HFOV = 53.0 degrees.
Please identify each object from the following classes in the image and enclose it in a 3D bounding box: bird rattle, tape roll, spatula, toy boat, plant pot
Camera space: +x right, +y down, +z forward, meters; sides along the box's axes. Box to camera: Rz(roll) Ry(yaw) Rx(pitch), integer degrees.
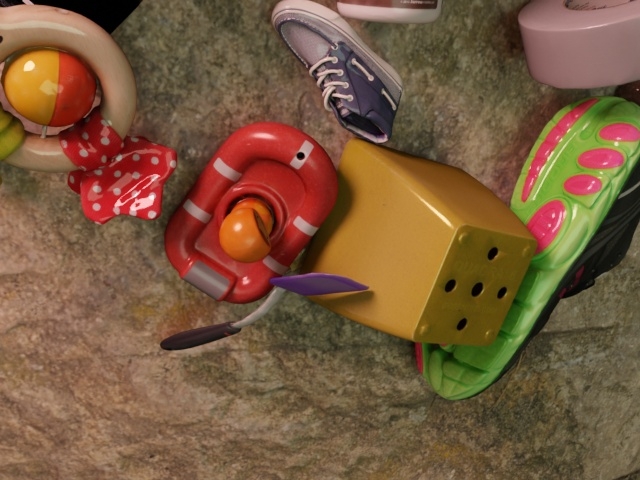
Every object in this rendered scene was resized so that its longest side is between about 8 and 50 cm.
[{"bbox_3d":[-0.260,-0.118,0.626,0.253,0.143,0.207,12,123,-20],"label":"bird rattle"},{"bbox_3d":[0.349,-0.258,0.750,0.219,0.219,0.072,-27,120,-6],"label":"tape roll"},{"bbox_3d":[-0.085,0.087,0.765,0.296,0.030,0.084,-25,151,27],"label":"spatula"},{"bbox_3d":[-0.078,-0.022,0.728,0.151,0.151,0.231,34,103,-13],"label":"toy boat"},{"bbox_3d":[0.129,0.020,0.789,0.212,0.187,0.212,10,108,-36],"label":"plant pot"}]

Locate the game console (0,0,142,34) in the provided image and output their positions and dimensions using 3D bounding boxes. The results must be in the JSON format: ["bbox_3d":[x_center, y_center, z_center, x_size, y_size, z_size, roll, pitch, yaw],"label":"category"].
[{"bbox_3d":[-0.300,-0.337,0.549,0.213,0.044,0.361,-35,118,26],"label":"game console"}]

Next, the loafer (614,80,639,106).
[{"bbox_3d":[0.499,-0.253,0.880,0.092,0.102,0.269,15,117,-26],"label":"loafer"}]

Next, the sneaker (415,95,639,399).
[{"bbox_3d":[0.310,0.044,0.891,0.202,0.185,0.483,20,114,-34],"label":"sneaker"}]

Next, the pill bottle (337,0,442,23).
[{"bbox_3d":[0.081,-0.344,0.675,0.117,0.117,0.215,-4,114,-18],"label":"pill bottle"}]

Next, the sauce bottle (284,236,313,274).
[{"bbox_3d":[0.000,0.000,0.846,0.128,0.042,0.042,-27,119,-12],"label":"sauce bottle"}]

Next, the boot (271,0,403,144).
[{"bbox_3d":[0.020,-0.189,0.732,0.190,0.069,0.086,28,59,-28],"label":"boot"}]
